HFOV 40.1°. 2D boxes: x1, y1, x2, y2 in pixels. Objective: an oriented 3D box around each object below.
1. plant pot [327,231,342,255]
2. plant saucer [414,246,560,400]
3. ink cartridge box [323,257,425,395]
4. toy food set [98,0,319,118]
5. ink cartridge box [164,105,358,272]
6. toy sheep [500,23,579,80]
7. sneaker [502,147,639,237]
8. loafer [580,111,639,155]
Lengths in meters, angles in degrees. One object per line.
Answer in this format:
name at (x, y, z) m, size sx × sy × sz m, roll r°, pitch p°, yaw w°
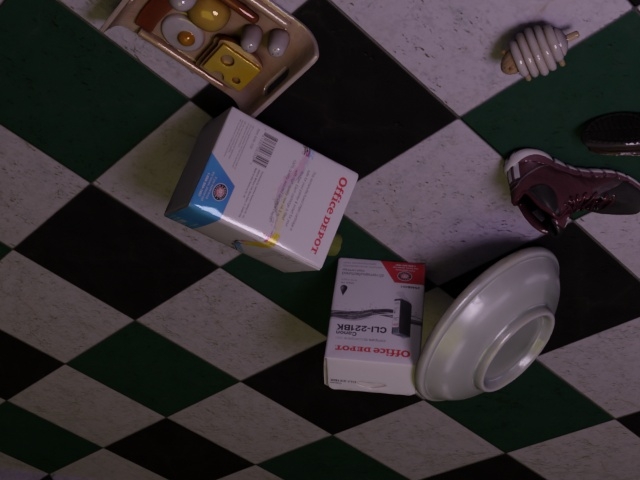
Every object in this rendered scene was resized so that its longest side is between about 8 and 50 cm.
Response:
plant pot at (0.000, 0.000, 1.849) m, size 0.079 × 0.083 × 0.083 m, roll 16°, pitch 141°, yaw -28°
plant saucer at (0.370, 0.200, 1.795) m, size 0.400 × 0.100 × 0.400 m, roll -29°, pitch 144°, yaw -24°
ink cartridge box at (0.120, 0.180, 1.876) m, size 0.197 × 0.273 × 0.114 m, roll 4°, pitch 140°, yaw 6°
toy food set at (-0.186, -0.335, 1.471) m, size 0.306 × 0.092 × 0.219 m, roll 32°, pitch 135°, yaw -24°
ink cartridge box at (-0.111, -0.083, 1.624) m, size 0.270 × 0.198 × 0.197 m, roll 27°, pitch 166°, yaw -19°
toy sheep at (0.351, -0.304, 1.409) m, size 0.132 × 0.091 × 0.091 m, roll -26°, pitch 130°, yaw 17°
sneaker at (0.468, -0.058, 1.611) m, size 0.281 × 0.162 × 0.106 m, roll 14°, pitch 140°, yaw -5°
loafer at (0.566, -0.171, 1.521) m, size 0.220 × 0.080 × 0.078 m, roll 0°, pitch 142°, yaw 16°
